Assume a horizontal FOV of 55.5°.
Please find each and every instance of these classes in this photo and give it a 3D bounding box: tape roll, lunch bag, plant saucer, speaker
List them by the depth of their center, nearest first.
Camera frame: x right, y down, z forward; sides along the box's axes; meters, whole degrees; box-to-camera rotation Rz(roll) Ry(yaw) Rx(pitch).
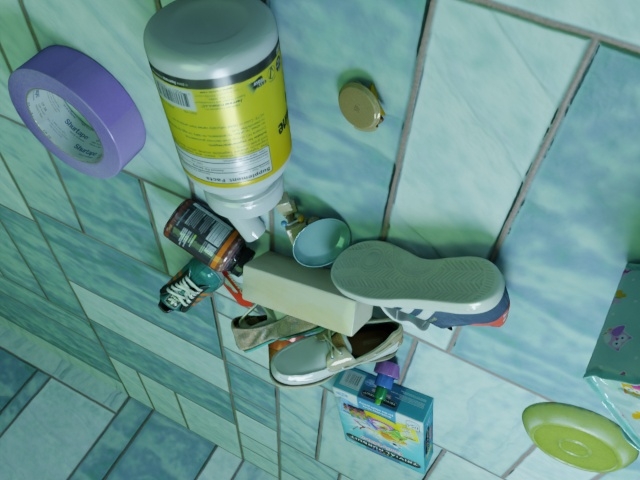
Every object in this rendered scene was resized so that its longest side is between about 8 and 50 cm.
[{"bbox_3d":[0.515,0.188,0.862,0.262,0.223,0.160,47,150,-23],"label":"lunch bag"},{"bbox_3d":[0.000,0.000,1.183,0.021,0.119,0.119,-118,7,-46],"label":"plant saucer"},{"bbox_3d":[-0.503,-0.260,1.264,0.275,0.090,0.275,21,145,16],"label":"tape roll"},{"bbox_3d":[-0.172,-0.061,1.273,0.055,0.055,0.136,-5,132,44],"label":"speaker"},{"bbox_3d":[0.554,0.437,1.320,0.241,0.037,0.241,22,145,16],"label":"plant saucer"}]

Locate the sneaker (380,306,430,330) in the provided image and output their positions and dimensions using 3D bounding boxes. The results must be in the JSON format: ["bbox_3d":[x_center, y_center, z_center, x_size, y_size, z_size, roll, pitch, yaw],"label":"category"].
[{"bbox_3d":[0.158,0.144,1.236,0.152,0.054,0.061,35,161,-37],"label":"sneaker"}]

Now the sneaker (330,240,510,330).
[{"bbox_3d":[0.179,0.096,1.122,0.350,0.131,0.148,11,155,40],"label":"sneaker"}]

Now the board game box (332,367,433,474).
[{"bbox_3d":[0.179,0.499,1.676,0.254,0.079,0.336,17,143,24],"label":"board game box"}]

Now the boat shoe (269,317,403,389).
[{"bbox_3d":[0.035,0.227,1.301,0.103,0.302,0.113,103,146,-54],"label":"boat shoe"}]

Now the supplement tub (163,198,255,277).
[{"bbox_3d":[-0.245,0.001,1.367,0.198,0.106,0.106,35,147,-3],"label":"supplement tub"}]

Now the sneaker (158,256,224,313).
[{"bbox_3d":[-0.343,0.128,1.580,0.108,0.121,0.302,45,149,-6],"label":"sneaker"}]

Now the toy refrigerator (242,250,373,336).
[{"bbox_3d":[-0.028,0.112,1.304,0.269,0.102,0.094,16,115,24],"label":"toy refrigerator"}]

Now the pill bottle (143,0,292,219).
[{"bbox_3d":[-0.143,-0.194,0.956,0.188,0.188,0.334,20,145,19],"label":"pill bottle"}]

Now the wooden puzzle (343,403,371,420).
[{"bbox_3d":[0.097,0.458,1.613,0.083,0.006,0.049,11,140,32],"label":"wooden puzzle"}]

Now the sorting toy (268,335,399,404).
[{"bbox_3d":[0.012,0.319,1.511,0.365,0.126,0.127,14,164,21],"label":"sorting toy"}]

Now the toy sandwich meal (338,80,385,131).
[{"bbox_3d":[0.064,-0.203,0.918,0.085,0.029,0.085,29,143,25],"label":"toy sandwich meal"}]

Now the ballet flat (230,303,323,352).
[{"bbox_3d":[-0.101,0.181,1.407,0.316,0.107,0.106,-24,93,36],"label":"ballet flat"}]

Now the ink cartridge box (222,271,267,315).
[{"bbox_3d":[-0.181,0.133,1.532,0.232,0.066,0.189,-4,132,37],"label":"ink cartridge box"}]

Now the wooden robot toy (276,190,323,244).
[{"bbox_3d":[-0.032,-0.038,1.198,0.079,0.076,0.173,-16,132,6],"label":"wooden robot toy"}]
